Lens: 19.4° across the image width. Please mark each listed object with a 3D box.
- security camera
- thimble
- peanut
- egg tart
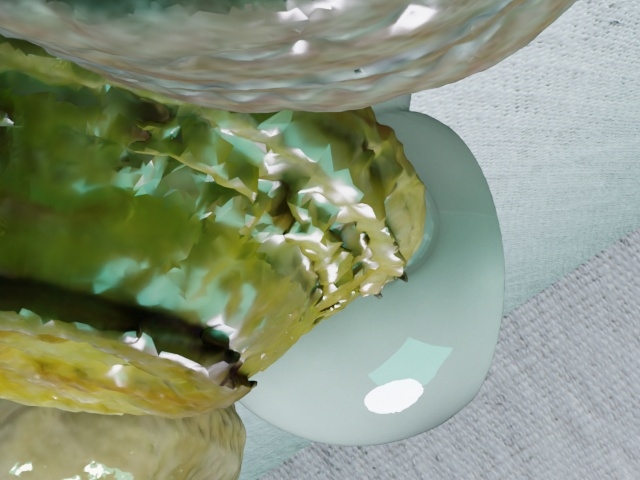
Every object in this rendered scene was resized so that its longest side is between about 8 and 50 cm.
[{"bbox_3d":[0.000,0.000,1.011,0.194,0.236,0.194,-27,165,-8],"label":"security camera"},{"bbox_3d":[-0.015,-0.141,0.520,0.229,0.196,0.148,-3,173,18],"label":"thimble"},{"bbox_3d":[-0.161,0.147,1.436,0.174,0.158,0.340,-2,167,10],"label":"peanut"},{"bbox_3d":[-0.104,-0.002,0.746,0.294,0.123,0.294,9,160,3],"label":"egg tart"}]
